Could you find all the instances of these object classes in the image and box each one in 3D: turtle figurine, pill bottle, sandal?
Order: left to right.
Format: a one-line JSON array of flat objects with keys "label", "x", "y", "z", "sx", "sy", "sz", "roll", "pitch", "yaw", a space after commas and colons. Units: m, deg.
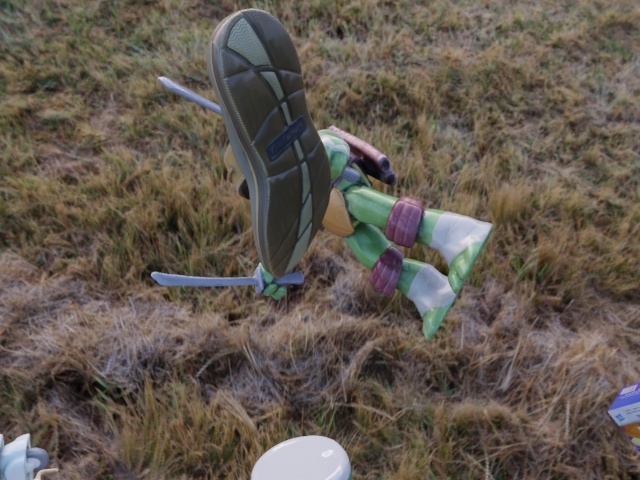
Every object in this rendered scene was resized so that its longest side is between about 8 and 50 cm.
[{"label": "sandal", "x": -0.036, "y": -0.056, "z": 0.357, "sx": 0.049, "sy": 0.180, "sz": 0.072, "roll": 21, "pitch": 51, "yaw": 35}, {"label": "pill bottle", "x": -0.005, "y": 0.352, "z": 0.667, "sx": 0.117, "sy": 0.117, "sz": 0.209, "roll": -15, "pitch": 103, "yaw": -13}, {"label": "turtle figurine", "x": 0.000, "y": 0.000, "z": 0.529, "sx": 0.266, "sy": 0.198, "sz": 0.274, "roll": 29, "pitch": 18, "yaw": 15}]

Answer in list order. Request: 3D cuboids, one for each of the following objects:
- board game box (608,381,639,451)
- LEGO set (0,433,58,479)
[{"label": "board game box", "x": 0.669, "y": 0.295, "z": 0.861, "sx": 0.078, "sy": 0.347, "sz": 0.233, "roll": -30, "pitch": 79, "yaw": -38}, {"label": "LEGO set", "x": -0.199, "y": 0.240, "z": 0.270, "sx": 0.106, "sy": 0.132, "sz": 0.287, "roll": -5, "pitch": 26, "yaw": -14}]
